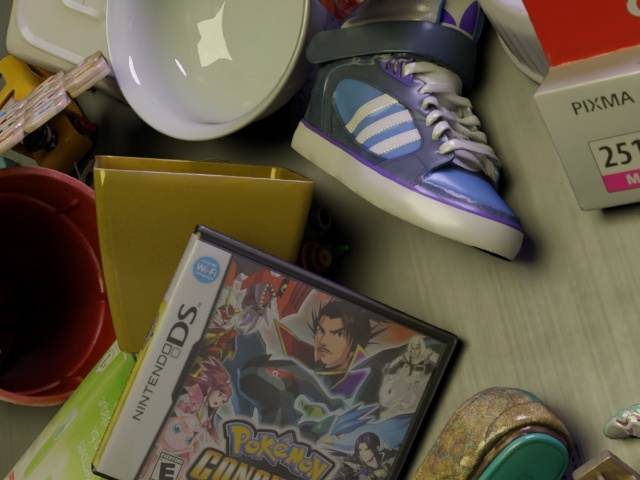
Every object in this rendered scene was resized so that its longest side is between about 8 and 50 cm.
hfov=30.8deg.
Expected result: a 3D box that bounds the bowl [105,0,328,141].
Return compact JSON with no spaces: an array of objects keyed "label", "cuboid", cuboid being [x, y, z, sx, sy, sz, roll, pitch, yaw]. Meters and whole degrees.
[{"label":"bowl","cuboid":[-0.097,-0.258,1.334,0.298,0.134,0.297,1,92,35]}]

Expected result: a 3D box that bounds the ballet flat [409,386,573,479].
[{"label":"ballet flat","cuboid":[0.090,0.274,1.042,0.348,0.123,0.123,-54,50,10]}]

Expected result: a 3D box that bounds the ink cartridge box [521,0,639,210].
[{"label":"ink cartridge box","cuboid":[0.305,-0.156,0.949,0.275,0.238,0.060,-11,30,35]}]

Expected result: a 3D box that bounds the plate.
[{"label":"plate","cuboid":[-0.285,-0.324,1.472,0.278,0.045,0.277,24,112,21]}]

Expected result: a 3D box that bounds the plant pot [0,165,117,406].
[{"label":"plant pot","cuboid":[-0.396,0.075,1.390,0.265,0.272,0.272,-18,63,48]}]

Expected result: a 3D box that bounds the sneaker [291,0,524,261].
[{"label":"sneaker","cuboid":[0.116,-0.142,1.148,0.323,0.130,0.236,35,101,46]}]

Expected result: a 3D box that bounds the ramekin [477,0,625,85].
[{"label":"ramekin","cuboid":[0.260,-0.277,1.087,0.273,0.127,0.272,-14,66,34]}]

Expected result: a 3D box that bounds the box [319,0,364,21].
[{"label":"box","cuboid":[0.071,-0.354,1.136,0.257,0.128,0.122,-46,8,-5]}]

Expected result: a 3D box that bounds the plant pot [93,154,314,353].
[{"label":"plant pot","cuboid":[-0.133,0.016,1.213,0.212,0.212,0.187,-147,60,-77]}]

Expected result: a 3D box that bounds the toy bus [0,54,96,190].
[{"label":"toy bus","cuboid":[-0.386,-0.161,1.569,0.202,0.104,0.190,-6,71,37]}]

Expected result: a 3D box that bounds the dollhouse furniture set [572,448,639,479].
[{"label":"dollhouse furniture set","cuboid":[0.239,0.294,0.917,0.129,0.129,0.183,-41,29,20]}]

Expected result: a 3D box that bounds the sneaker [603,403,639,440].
[{"label":"sneaker","cuboid":[0.286,0.168,0.962,0.098,0.038,0.069,-25,59,29]}]

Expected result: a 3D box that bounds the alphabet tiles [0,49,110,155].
[{"label":"alphabet tiles","cuboid":[-0.369,-0.131,1.385,0.284,0.021,0.278,-37,20,-2]}]

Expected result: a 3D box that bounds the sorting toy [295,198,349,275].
[{"label":"sorting toy","cuboid":[0.000,0.000,1.234,0.042,0.061,0.101,-11,56,34]}]

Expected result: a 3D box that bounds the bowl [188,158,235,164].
[{"label":"bowl","cuboid":[-0.165,-0.028,1.363,0.170,0.080,0.170,-13,67,34]}]

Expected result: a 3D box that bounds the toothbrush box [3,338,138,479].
[{"label":"toothbrush box","cuboid":[-0.234,0.268,1.216,0.283,0.122,0.206,-52,25,5]}]

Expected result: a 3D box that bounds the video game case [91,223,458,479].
[{"label":"video game case","cuboid":[-0.040,0.151,1.096,0.248,0.275,0.035,-66,11,-1]}]
